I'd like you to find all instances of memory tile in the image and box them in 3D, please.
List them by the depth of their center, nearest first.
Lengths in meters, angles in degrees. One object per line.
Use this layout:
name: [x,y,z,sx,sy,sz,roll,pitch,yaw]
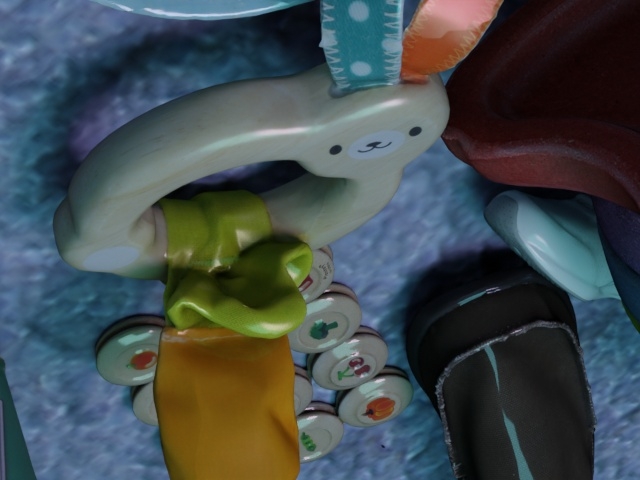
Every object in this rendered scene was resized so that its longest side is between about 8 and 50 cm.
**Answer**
memory tile: [-0.026,0.061,0.808,0.113,0.012,0.148,-26,140,5]

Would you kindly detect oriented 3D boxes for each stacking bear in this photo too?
stacking bear: [0.197,0.021,0.719,0.164,0.175,0.289,-45,131,-13]

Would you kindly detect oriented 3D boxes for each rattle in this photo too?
rattle: [0.000,0.000,0.629,0.199,0.143,0.130,-28,139,35]

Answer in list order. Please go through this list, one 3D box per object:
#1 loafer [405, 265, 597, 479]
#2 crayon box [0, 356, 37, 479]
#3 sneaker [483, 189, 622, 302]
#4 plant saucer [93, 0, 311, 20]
loafer: [0.099,0.094,0.850,0.080,0.078,0.220,-23,140,0]
crayon box: [-0.338,0.131,0.670,0.363,0.106,0.313,21,124,-39]
sneaker: [0.130,-0.002,0.788,0.152,0.054,0.061,19,109,-41]
plant saucer: [-0.023,-0.153,0.553,0.195,0.037,0.195,-13,139,-12]
